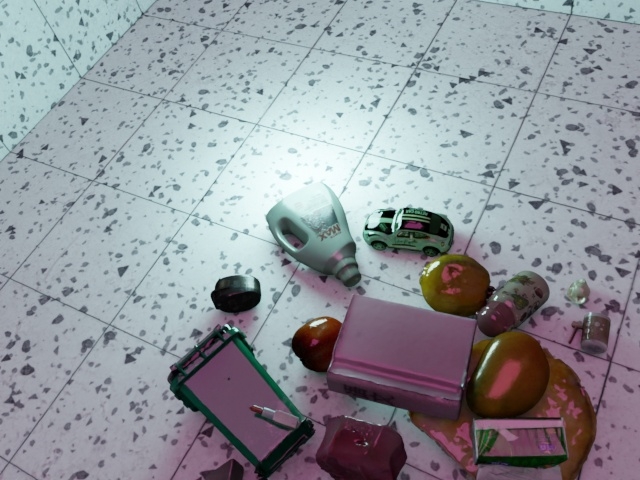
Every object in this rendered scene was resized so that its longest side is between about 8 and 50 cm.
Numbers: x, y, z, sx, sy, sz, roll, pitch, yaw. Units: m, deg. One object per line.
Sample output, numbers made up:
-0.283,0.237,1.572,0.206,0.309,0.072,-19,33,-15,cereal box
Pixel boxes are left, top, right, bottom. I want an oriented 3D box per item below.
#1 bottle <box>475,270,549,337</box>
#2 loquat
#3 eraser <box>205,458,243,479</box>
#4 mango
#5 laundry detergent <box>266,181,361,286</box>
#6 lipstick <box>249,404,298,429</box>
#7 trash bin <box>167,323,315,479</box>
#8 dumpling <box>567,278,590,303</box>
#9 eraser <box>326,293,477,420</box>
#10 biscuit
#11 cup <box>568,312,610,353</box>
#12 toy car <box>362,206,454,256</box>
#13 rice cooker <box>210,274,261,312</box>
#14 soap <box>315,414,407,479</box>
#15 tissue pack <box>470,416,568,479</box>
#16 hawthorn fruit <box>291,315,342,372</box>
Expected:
0.551,0.192,1.768,0.120,0.120,0.253,35,50,30,bottle
0.415,0.138,1.844,0.234,0.176,0.187,7,96,2,loquat
-0.275,0.757,1.586,0.077,0.111,0.353,-2,55,13,eraser
0.487,0.354,1.564,0.175,0.139,0.255,20,63,28,mango
0.000,0.000,2.059,0.263,0.125,0.398,-27,57,-9,laundry detergent
-0.121,0.447,1.558,0.129,0.030,0.030,20,65,1,lipstick
-0.216,0.443,1.698,0.259,0.295,0.381,-42,64,-17,trash bin
0.780,0.156,1.841,0.052,0.057,0.076,-1,74,-34,dumpling
0.225,0.314,1.665,0.359,0.122,0.272,10,55,16,eraser
0.497,0.473,1.634,0.429,0.104,0.446,32,70,28,biscuit
0.770,0.263,1.742,0.102,0.074,0.099,11,58,19,cup
0.288,-0.043,2.027,0.305,0.125,0.136,8,58,15,toy car
-0.275,0.173,1.996,0.165,0.112,0.106,-4,49,6,rice cooker
0.101,0.540,1.532,0.220,0.325,0.127,8,61,19,soap
0.475,0.511,1.467,0.208,0.148,0.156,-2,61,9,tissue pack
0.011,0.301,1.823,0.188,0.169,0.169,-35,55,-26,hawthorn fruit
